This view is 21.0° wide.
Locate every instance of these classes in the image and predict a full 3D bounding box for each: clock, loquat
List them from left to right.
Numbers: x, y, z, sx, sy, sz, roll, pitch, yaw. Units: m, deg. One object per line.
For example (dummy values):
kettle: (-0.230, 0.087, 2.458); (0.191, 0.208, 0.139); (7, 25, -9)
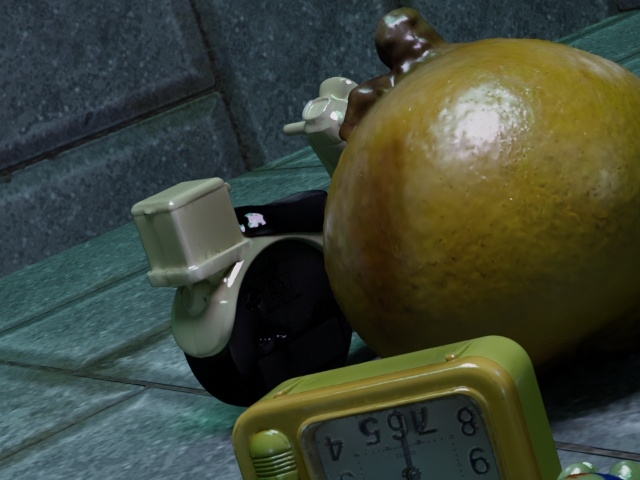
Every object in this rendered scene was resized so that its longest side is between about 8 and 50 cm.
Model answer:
clock: (0.000, 0.000, 1.703); (0.120, 0.276, 0.379); (-5, 21, 44)
clock: (0.054, 0.153, 1.179); (0.202, 0.143, 0.096); (-15, 4, 21)
loquat: (0.146, -0.041, 1.475); (0.328, 0.359, 0.328); (-28, -10, -5)

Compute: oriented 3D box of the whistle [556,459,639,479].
whistle: (0.159, 0.179, 1.019); (0.105, 0.085, 0.227); (-9, 2, 40)
